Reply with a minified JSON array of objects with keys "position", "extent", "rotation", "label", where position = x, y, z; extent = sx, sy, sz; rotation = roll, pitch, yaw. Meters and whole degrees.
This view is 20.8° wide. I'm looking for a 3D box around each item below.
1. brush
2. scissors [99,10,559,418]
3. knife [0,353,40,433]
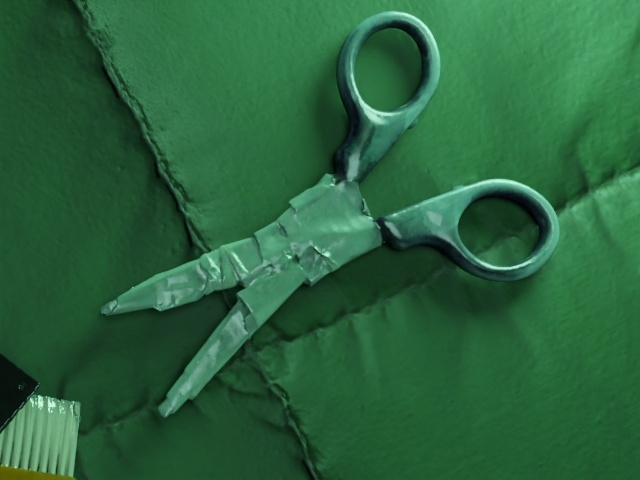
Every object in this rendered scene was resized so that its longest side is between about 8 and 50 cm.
[{"position":[-0.229,0.250,1.249],"extent":[0.090,0.017,0.314],"rotation":[11,58,-13],"label":"brush"},{"position":[0.000,0.000,1.409],"extent":[0.383,0.029,0.256],"rotation":[-36,90,-22],"label":"scissors"},{"position":[-0.305,0.184,1.274],"extent":[0.072,0.019,0.245],"rotation":[30,75,33],"label":"knife"}]
